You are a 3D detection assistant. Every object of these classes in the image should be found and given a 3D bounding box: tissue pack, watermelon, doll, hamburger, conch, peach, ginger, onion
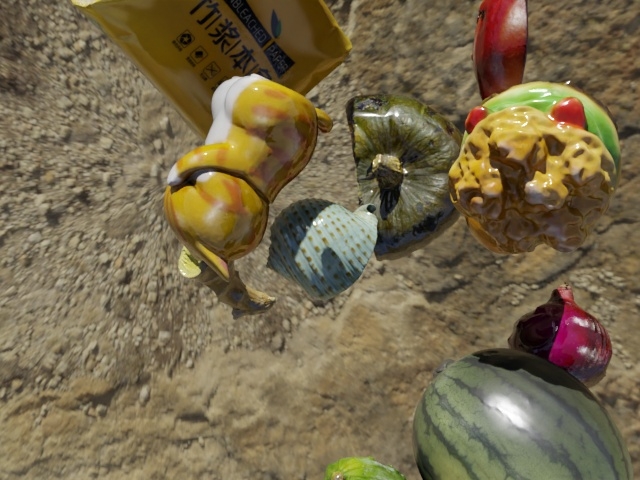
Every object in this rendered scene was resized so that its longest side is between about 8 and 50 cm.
[{"bbox_3d":[-0.172,-0.354,1.307,0.293,0.228,0.382,-42,138,-1],"label":"tissue pack"},{"bbox_3d":[0.284,0.307,1.259,0.279,0.279,0.359,-44,62,-4],"label":"watermelon"},{"bbox_3d":[-0.109,-0.098,1.143,0.162,0.166,0.270,37,86,-18],"label":"doll"},{"bbox_3d":[0.274,-0.087,1.113,0.237,0.149,0.237,13,128,17],"label":"hamburger"},{"bbox_3d":[-0.009,-0.004,1.418,0.131,0.172,0.200,32,115,-29],"label":"conch"},{"bbox_3d":[0.271,-0.294,1.351,0.068,0.189,0.279,1,119,0],"label":"peach"},{"bbox_3d":[-0.181,0.064,1.697,0.131,0.086,0.294,-59,141,-17],"label":"ginger"},{"bbox_3d":[0.397,0.154,1.461,0.135,0.173,0.198,26,56,-40],"label":"onion"}]

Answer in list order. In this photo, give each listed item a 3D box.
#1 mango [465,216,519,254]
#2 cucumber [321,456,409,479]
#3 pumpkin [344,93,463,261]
[{"bbox_3d":[0.305,-0.055,1.357,0.141,0.217,0.102,15,130,19],"label":"mango"},{"bbox_3d":[0.066,0.400,1.342,0.134,0.134,0.244,-43,142,-4],"label":"cucumber"},{"bbox_3d":[0.176,-0.137,1.639,0.232,0.242,0.325,-13,92,12],"label":"pumpkin"}]
